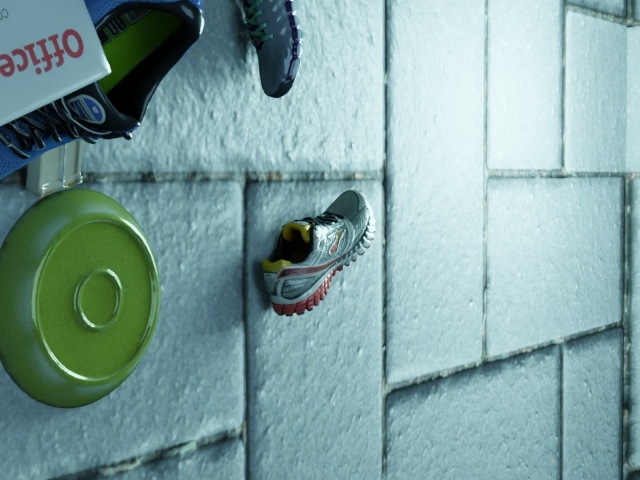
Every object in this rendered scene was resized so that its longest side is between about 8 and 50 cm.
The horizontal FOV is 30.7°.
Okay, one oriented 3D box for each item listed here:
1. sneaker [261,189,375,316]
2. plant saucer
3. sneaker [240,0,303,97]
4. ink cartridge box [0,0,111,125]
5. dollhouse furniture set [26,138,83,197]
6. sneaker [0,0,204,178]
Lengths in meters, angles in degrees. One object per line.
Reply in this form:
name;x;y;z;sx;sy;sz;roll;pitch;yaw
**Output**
sneaker;0.000;0.000;1.575;0.225;0.088;0.093;-52;130;-39
plant saucer;-0.252;0.064;1.270;0.241;0.037;0.241;-3;93;-54
sneaker;-0.080;-0.293;1.476;0.098;0.083;0.224;6;79;-36
ink cartridge box;-0.354;-0.248;0.846;0.285;0.166;0.395;-44;118;-57
dollhouse furniture set;-0.290;-0.126;1.220;0.076;0.058;0.152;-33;137;-57
sneaker;-0.244;-0.145;1.074;0.330;0.147;0.130;-38;130;8
